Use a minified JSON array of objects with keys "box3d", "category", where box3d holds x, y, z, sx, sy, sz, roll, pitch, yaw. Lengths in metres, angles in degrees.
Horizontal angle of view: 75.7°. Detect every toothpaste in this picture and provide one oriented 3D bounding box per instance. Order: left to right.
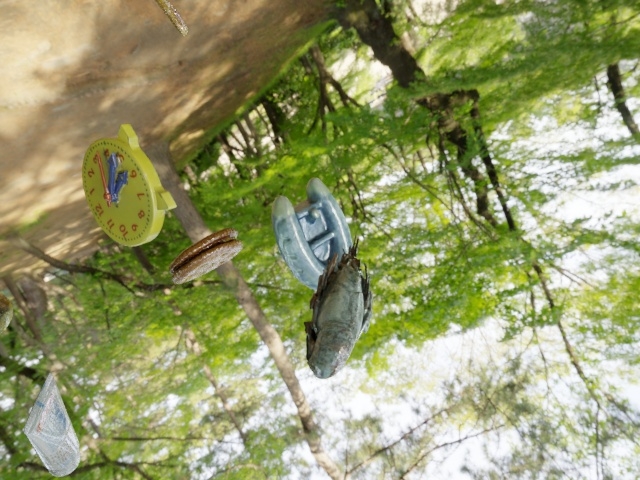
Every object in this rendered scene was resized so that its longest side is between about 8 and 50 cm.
[{"box3d":[-0.432,0.314,0.668,0.057,0.234,0.089,8,-139,-13],"category":"toothpaste"}]

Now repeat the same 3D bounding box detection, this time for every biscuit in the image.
[{"box3d":[-0.316,0.043,1.138,0.220,0.066,0.220,-31,176,-3],"category":"biscuit"}]

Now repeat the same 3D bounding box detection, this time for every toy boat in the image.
[{"box3d":[0.000,0.000,1.142,0.215,0.330,0.123,-31,-156,-32],"category":"toy boat"}]

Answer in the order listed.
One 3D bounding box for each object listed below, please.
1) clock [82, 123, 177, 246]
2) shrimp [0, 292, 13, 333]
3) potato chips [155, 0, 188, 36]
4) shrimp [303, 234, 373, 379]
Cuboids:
[{"box3d":[-0.508,-0.119,1.036,0.293,0.277,0.071,-36,176,37],"category":"clock"},{"box3d":[-0.532,0.109,0.580,0.051,0.150,0.217,-58,-150,5],"category":"shrimp"},{"box3d":[-0.296,-0.428,0.681,0.037,0.204,0.026,-45,-130,6],"category":"potato chips"},{"box3d":[0.034,0.079,0.570,0.079,0.090,0.233,-54,-166,51],"category":"shrimp"}]
